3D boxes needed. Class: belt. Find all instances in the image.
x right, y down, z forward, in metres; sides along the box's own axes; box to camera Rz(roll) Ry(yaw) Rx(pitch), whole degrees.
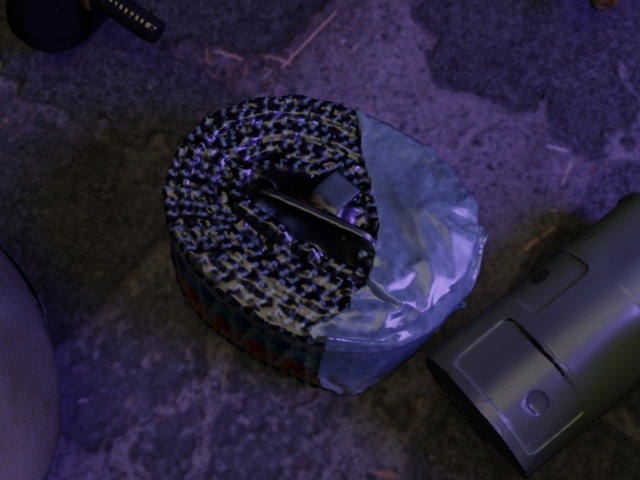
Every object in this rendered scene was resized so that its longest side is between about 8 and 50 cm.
[{"bbox_3d":[0.000,0.000,0.802,0.258,0.150,0.207,25,70,5],"label":"belt"}]

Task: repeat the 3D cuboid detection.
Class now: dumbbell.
[{"bbox_3d":[-0.272,-0.269,0.862,0.325,0.143,0.143,35,81,8],"label":"dumbbell"}]

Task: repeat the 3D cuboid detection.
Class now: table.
[{"bbox_3d":[0.208,0.075,0.791,0.220,0.126,0.126,-39,80,-6],"label":"table"}]

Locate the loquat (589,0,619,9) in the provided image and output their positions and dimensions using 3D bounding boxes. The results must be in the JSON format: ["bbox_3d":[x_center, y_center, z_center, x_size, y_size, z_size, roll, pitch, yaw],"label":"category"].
[{"bbox_3d":[0.260,-0.302,0.858,0.172,0.149,0.204,5,90,-2],"label":"loquat"}]

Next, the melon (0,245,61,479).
[{"bbox_3d":[-0.339,0.095,0.728,0.268,0.268,0.330,-37,62,-6],"label":"melon"}]
